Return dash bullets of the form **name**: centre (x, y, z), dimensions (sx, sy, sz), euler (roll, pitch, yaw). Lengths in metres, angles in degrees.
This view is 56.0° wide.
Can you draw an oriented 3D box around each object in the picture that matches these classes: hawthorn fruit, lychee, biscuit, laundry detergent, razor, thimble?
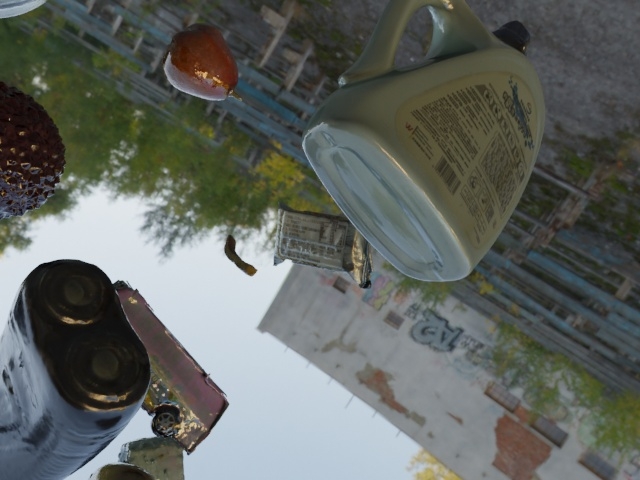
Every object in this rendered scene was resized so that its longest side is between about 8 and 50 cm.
- **hawthorn fruit**: centre (-0.315, -0.479, 1.692), dimensions (0.251, 0.199, 0.199), euler (42, -174, -9)
- **lychee**: centre (-0.619, -0.166, 1.086), dimensions (0.299, 0.264, 0.264), euler (4, -158, -32)
- **biscuit**: centre (0.000, 0.005, 1.494), dimensions (0.309, 0.186, 0.079), euler (9, -172, 33)
- **laundry detergent**: centre (0.119, -0.124, 0.551), dimensions (0.215, 0.281, 0.105), euler (47, 151, -26)
- **razor**: centre (-0.328, 0.176, 0.721), dimensions (0.113, 0.349, 0.205), euler (-11, -114, -49)
- **thimble**: centre (-0.448, 0.632, 1.609), dimensions (0.171, 0.250, 0.205), euler (2, -147, -26)

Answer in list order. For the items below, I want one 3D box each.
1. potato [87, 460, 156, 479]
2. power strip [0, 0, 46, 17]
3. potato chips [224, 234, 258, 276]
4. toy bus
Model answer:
- **potato**: centre (-0.374, 0.515, 1.161), dimensions (0.173, 0.140, 0.300), euler (58, 155, -11)
- **power strip**: centre (-0.581, -0.570, 1.005), dimensions (0.357, 0.358, 0.161), euler (28, 167, -22)
- **potato chips**: centre (-0.155, 0.033, 1.140), dimensions (0.026, 0.037, 0.204), euler (30, -176, -24)
- **toy bus**: centre (-0.293, 0.220, 1.052), dimensions (0.317, 0.138, 0.112), euler (54, 166, -20)
